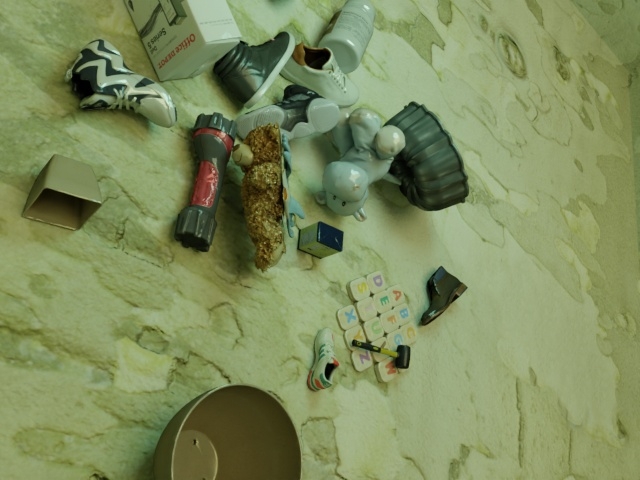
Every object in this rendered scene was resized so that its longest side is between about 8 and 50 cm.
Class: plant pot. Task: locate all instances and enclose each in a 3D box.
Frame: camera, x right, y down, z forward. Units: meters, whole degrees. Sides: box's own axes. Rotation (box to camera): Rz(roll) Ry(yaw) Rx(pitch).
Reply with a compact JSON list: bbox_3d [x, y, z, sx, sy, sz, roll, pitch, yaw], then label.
[{"bbox_3d":[-0.480,-0.096,1.231,0.109,0.109,0.096,18,51,-38],"label":"plant pot"},{"bbox_3d":[-0.201,0.422,1.240,0.284,0.191,0.283,16,64,-38],"label":"plant pot"}]

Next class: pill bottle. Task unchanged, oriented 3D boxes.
[{"bbox_3d":[0.084,-0.607,1.925,0.131,0.131,0.229,41,51,-25],"label":"pill bottle"}]

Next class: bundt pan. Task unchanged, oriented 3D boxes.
[{"bbox_3d":[0.277,-0.222,1.875,0.124,0.331,0.330,-29,97,-8],"label":"bundt pan"}]

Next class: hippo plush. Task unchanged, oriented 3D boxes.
[{"bbox_3d":[0.070,-0.193,1.746,0.234,0.294,0.236,31,71,14],"label":"hippo plush"}]

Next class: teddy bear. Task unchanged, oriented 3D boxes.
[{"bbox_3d":[-0.137,-0.092,1.466,0.113,0.245,0.337,-3,99,-2],"label":"teddy bear"}]

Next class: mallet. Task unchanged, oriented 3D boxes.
[{"bbox_3d":[0.159,0.297,1.713,0.190,0.039,0.062,13,70,-32],"label":"mallet"}]

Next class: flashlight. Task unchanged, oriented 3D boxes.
[{"bbox_3d":[-0.258,-0.136,1.456,0.103,0.103,0.303,14,64,-10],"label":"flashlight"}]

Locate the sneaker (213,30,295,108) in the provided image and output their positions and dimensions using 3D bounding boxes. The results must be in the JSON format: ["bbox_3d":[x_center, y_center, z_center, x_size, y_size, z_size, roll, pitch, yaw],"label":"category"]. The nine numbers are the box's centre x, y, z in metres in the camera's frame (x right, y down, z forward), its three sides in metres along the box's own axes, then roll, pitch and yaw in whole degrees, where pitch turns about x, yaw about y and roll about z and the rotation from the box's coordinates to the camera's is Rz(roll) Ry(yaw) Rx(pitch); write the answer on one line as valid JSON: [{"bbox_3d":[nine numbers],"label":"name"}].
[{"bbox_3d":[-0.168,-0.477,1.661,0.147,0.105,0.295,41,50,-22],"label":"sneaker"}]

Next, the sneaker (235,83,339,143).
[{"bbox_3d":[-0.097,-0.323,1.677,0.269,0.153,0.101,-12,126,-15],"label":"sneaker"}]

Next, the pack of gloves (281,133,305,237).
[{"bbox_3d":[-0.062,-0.126,1.553,0.046,0.232,0.194,-2,66,0],"label":"pack of gloves"}]

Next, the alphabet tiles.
[{"bbox_3d":[0.162,0.230,1.773,0.278,0.021,0.283,-16,86,-45],"label":"alphabet tiles"}]

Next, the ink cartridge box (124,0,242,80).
[{"bbox_3d":[-0.321,-0.523,1.465,0.115,0.198,0.272,-26,93,-45],"label":"ink cartridge box"}]

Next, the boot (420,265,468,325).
[{"bbox_3d":[0.337,0.163,1.944,0.106,0.082,0.219,48,49,9],"label":"boot"}]

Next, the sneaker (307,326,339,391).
[{"bbox_3d":[0.021,0.283,1.581,0.057,0.075,0.161,34,54,-30],"label":"sneaker"}]

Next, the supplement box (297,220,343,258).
[{"bbox_3d":[0.000,0.000,1.659,0.083,0.083,0.056,24,60,-36],"label":"supplement box"}]

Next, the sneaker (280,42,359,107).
[{"bbox_3d":[0.024,-0.457,1.823,0.290,0.123,0.105,16,63,-40],"label":"sneaker"}]

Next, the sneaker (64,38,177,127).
[{"bbox_3d":[-0.422,-0.291,1.361,0.235,0.094,0.153,47,50,-21],"label":"sneaker"}]
